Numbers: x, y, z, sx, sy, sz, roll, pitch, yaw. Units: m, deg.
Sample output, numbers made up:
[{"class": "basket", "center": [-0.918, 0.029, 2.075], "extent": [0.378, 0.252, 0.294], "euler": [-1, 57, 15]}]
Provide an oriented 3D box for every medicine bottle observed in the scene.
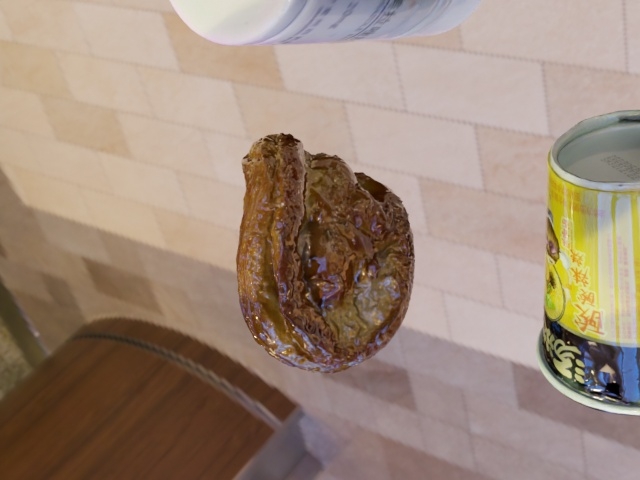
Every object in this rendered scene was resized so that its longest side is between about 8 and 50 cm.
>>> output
[{"class": "medicine bottle", "center": [0.014, -0.230, 0.823], "extent": [0.152, 0.254, 0.152], "euler": [10, 105, 39]}]

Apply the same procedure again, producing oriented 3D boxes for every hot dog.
[{"class": "hot dog", "center": [-0.003, 0.001, 0.563], "extent": [0.099, 0.147, 0.065], "euler": [25, 129, -22]}]

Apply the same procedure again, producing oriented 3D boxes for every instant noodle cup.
[{"class": "instant noodle cup", "center": [0.300, 0.014, 0.990], "extent": [0.215, 0.215, 0.236], "euler": [14, 130, 37]}]
